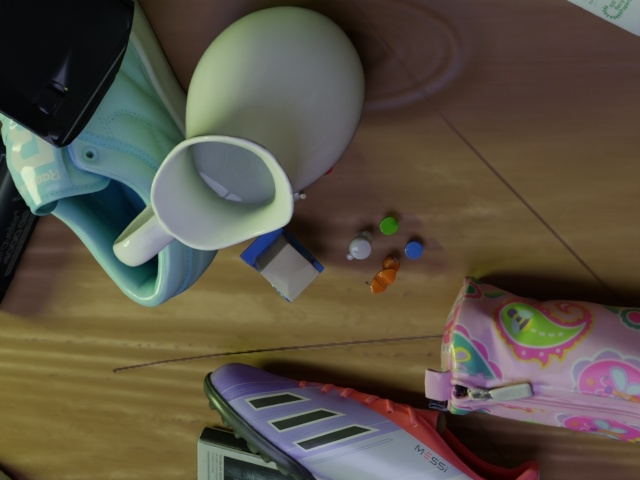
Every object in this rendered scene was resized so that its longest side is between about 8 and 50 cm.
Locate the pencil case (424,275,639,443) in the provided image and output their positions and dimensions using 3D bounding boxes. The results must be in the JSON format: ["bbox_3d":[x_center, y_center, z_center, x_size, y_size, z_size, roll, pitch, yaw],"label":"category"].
[{"bbox_3d":[0.231,0.108,1.013,0.284,0.124,0.124,9,128,12],"label":"pencil case"}]

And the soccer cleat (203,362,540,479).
[{"bbox_3d":[0.046,0.180,1.163,0.318,0.108,0.116,30,102,6],"label":"soccer cleat"}]

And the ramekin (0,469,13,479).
[{"bbox_3d":[-0.446,0.348,1.431,0.277,0.135,0.277,10,128,12],"label":"ramekin"}]

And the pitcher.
[{"bbox_3d":[-0.061,-0.073,0.922,0.178,0.207,0.125,-27,113,34],"label":"pitcher"}]

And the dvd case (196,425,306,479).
[{"bbox_3d":[-0.010,0.284,1.294,0.239,0.029,0.179,13,130,11],"label":"dvd case"}]

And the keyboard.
[{"bbox_3d":[-0.307,-0.165,0.918,0.317,0.033,0.201,33,86,-2],"label":"keyboard"}]

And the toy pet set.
[{"bbox_3d":[0.000,0.000,1.068,0.114,0.065,0.122,-45,109,3],"label":"toy pet set"}]

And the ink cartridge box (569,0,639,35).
[{"bbox_3d":[0.142,-0.243,0.768,0.224,0.045,0.223,26,155,1],"label":"ink cartridge box"}]

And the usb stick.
[{"bbox_3d":[-0.294,-0.004,1.147,0.045,0.077,0.278,48,132,16],"label":"usb stick"}]

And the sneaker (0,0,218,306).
[{"bbox_3d":[-0.195,-0.104,0.984,0.135,0.150,0.366,-26,114,32],"label":"sneaker"}]
